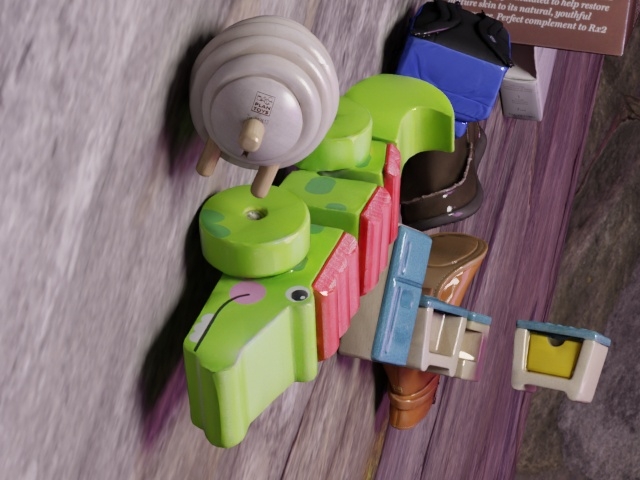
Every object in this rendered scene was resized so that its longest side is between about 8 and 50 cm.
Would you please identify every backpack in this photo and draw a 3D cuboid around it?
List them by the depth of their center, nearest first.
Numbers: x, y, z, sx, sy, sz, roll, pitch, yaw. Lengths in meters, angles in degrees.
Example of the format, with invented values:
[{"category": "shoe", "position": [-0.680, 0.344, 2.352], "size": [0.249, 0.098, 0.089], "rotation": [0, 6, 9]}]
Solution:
[{"category": "backpack", "position": [0.111, -0.155, 1.239], "size": [0.120, 0.098, 0.101], "rotation": [-73, -173, -58]}]

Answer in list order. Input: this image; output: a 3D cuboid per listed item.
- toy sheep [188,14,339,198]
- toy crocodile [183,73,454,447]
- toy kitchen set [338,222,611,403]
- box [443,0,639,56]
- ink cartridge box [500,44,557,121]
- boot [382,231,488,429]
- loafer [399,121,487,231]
[{"category": "toy sheep", "position": [-0.032, -0.077, 0.766], "size": [0.132, 0.091, 0.091], "rotation": [-92, -178, -60]}, {"category": "toy crocodile", "position": [0.000, 0.000, 0.892], "size": [0.340, 0.105, 0.115], "rotation": [-59, 154, -53]}, {"category": "toy kitchen set", "position": [0.147, 0.067, 1.260], "size": [0.207, 0.166, 0.122], "rotation": [17, 82, -56]}, {"category": "box", "position": [0.257, -0.311, 1.491], "size": [0.381, 0.191, 0.143], "rotation": [-47, 144, -64]}, {"category": "ink cartridge box", "position": [0.289, -0.330, 1.861], "size": [0.239, 0.060, 0.275], "rotation": [61, 41, -66]}, {"category": "boot", "position": [0.112, 0.088, 1.443], "size": [0.197, 0.073, 0.152], "rotation": [-41, 138, -48]}, {"category": "loafer", "position": [0.108, -0.080, 1.336], "size": [0.220, 0.080, 0.078], "rotation": [-74, 144, -61]}]
